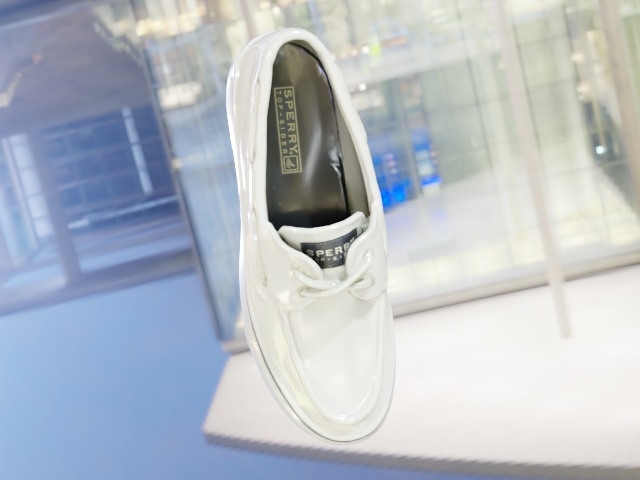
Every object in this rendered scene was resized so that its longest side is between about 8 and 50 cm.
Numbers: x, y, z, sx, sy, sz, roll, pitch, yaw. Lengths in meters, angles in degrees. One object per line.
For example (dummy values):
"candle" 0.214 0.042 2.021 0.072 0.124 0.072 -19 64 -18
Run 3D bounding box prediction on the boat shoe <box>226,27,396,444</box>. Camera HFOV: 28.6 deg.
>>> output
"boat shoe" 0.000 0.000 0.778 0.096 0.268 0.088 -6 -177 -11
